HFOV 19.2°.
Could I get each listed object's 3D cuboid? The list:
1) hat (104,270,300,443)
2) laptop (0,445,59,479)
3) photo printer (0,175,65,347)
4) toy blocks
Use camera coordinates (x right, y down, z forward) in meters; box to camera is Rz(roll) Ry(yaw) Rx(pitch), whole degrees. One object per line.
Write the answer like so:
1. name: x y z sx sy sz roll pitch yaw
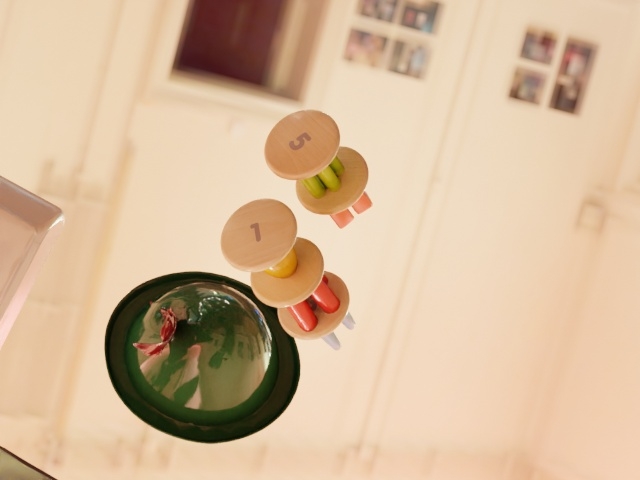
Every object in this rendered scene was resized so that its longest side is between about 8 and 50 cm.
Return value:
1. hat: -0.086 0.055 1.572 0.173 0.183 0.208 0 -129 -13
2. laptop: -0.491 0.324 1.933 0.382 0.408 0.236 0 -129 -46
3. photo printer: -0.393 0.015 1.509 0.307 0.256 0.107 29 -172 2
4. toy blocks: 0.000 0.000 1.272 0.054 0.123 0.148 14 158 30
